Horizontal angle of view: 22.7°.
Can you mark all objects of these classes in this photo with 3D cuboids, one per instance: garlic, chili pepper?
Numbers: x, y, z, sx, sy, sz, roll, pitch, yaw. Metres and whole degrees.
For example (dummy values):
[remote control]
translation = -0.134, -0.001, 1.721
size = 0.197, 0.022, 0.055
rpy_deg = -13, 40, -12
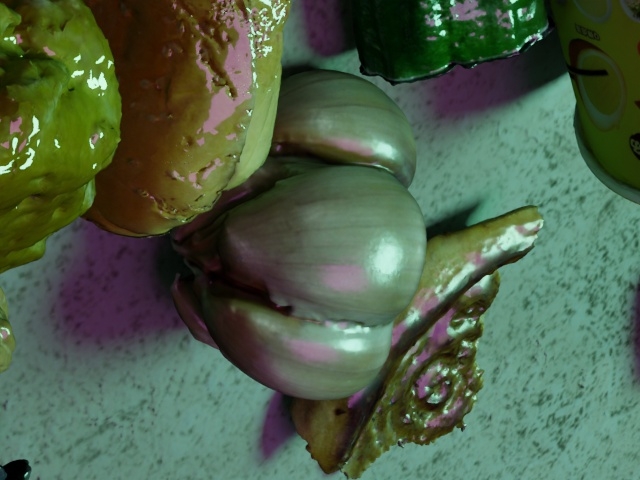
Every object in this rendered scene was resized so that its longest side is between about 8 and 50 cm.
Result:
[garlic]
translation = 0.000, 0.000, 1.113
size = 0.191, 0.160, 0.214
rpy_deg = 6, 116, -49
[chili pepper]
translation = 0.065, -0.235, 1.047
size = 0.099, 0.136, 0.270
rpy_deg = -65, 148, -45

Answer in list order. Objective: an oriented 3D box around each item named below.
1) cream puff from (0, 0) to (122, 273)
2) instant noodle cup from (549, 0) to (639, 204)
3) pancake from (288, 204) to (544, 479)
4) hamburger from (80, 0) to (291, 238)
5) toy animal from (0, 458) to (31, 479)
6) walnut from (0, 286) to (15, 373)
[cream puff]
translation = -0.226, -0.051, 0.846
size = 0.244, 0.244, 0.196
rpy_deg = -10, 93, -37
[instant noodle cup]
translation = 0.294, -0.197, 1.152
size = 0.311, 0.311, 0.221
rpy_deg = -41, 128, -12
[pancake]
translation = 0.072, 0.094, 1.318
size = 0.212, 0.056, 0.257
rpy_deg = -12, 125, -36
[hamburger]
translation = -0.087, -0.117, 0.978
size = 0.124, 0.131, 0.262
rpy_deg = -12, 120, -36
[toy animal]
translation = -0.287, 0.186, 1.018
size = 0.218, 0.116, 0.179
rpy_deg = 14, 107, -53
[walnut]
translation = -0.233, 0.053, 1.001
size = 0.082, 0.079, 0.096
rpy_deg = -47, 137, -3
